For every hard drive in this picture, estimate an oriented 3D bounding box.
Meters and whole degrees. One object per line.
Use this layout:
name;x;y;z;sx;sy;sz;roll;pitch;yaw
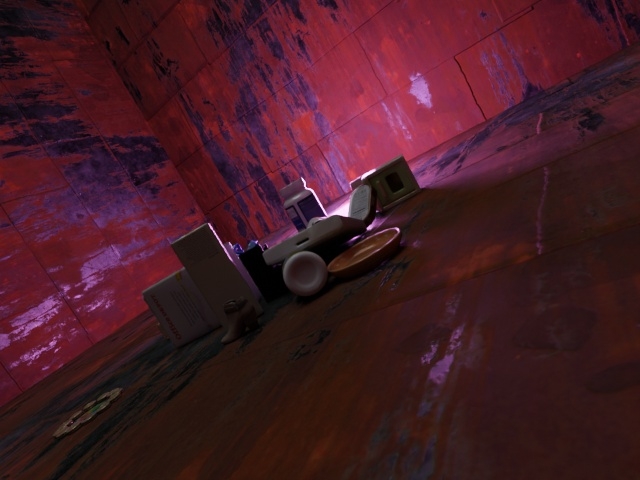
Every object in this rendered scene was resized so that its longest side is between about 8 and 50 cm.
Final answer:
hard drive;0.000;0.000;1.298;0.233;0.047;0.353;-28;-7;14

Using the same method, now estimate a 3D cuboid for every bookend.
bookend;-0.145;0.075;1.279;0.072;0.156;0.157;-28;7;15

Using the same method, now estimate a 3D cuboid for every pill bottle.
pill bottle;-0.042;0.075;1.073;0.103;0.103;0.184;-31;3;-5
pill bottle;-0.072;-0.141;1.993;0.153;0.264;0.153;-29;8;4

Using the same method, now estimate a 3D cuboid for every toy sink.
toy sink;0.238;-0.199;1.646;0.234;0.152;0.131;-27;9;14

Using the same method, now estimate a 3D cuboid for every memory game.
memory game;-0.595;0.441;1.129;0.186;0.012;0.186;-29;8;4

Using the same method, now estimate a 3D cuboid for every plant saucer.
plant saucer;0.108;0.035;1.044;0.200;0.037;0.200;-30;8;5

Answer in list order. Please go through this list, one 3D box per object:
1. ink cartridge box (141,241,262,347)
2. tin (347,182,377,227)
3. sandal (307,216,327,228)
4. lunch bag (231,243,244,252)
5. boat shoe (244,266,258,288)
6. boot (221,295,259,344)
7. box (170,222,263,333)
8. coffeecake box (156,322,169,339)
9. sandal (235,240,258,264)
ink cartridge box;-0.351;0.162;1.307;0.278;0.201;0.117;-29;7;14
tin;0.144;-0.118;1.530;0.106;0.040;0.189;-28;42;41
sandal;0.002;-0.038;1.665;0.076;0.102;0.265;-31;9;-29
lunch bag;-0.532;0.173;2.322;0.293;0.138;0.221;-49;17;-29
boat shoe;-0.262;0.134;1.571;0.305;0.091;0.109;-26;9;27
boot;-0.205;0.186;1.040;0.118;0.087;0.042;-29;9;8
box;-0.267;0.096;1.146;0.113;0.275;0.094;-30;7;-10
coffeecake box;-0.505;0.278;1.636;0.142;0.068;0.185;-31;7;1
sandal;-0.345;0.106;1.911;0.317;0.138;0.126;-31;10;5
